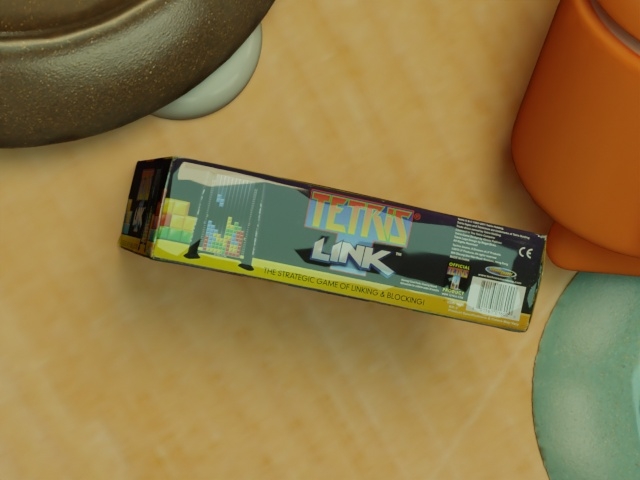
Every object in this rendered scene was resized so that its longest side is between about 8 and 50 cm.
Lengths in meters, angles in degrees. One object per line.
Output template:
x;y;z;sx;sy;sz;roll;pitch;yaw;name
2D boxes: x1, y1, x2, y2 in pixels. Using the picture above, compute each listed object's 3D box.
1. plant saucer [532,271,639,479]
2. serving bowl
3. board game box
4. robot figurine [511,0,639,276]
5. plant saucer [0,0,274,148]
0.209;0.082;0.866;0.195;0.037;0.194;0;91;-12;plant saucer
-0.067;-0.101;0.804;0.083;0.027;0.083;0;90;-14;serving bowl
0.000;0.000;0.762;0.170;0.141;0.048;12;90;-13;board game box
0.166;-0.080;0.775;0.128;0.219;0.158;32;45;15;robot figurine
-0.149;-0.198;0.755;0.311;0.050;0.310;1;85;-12;plant saucer
